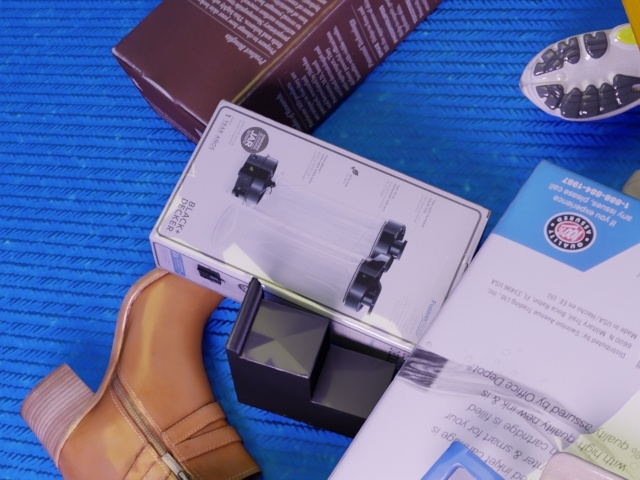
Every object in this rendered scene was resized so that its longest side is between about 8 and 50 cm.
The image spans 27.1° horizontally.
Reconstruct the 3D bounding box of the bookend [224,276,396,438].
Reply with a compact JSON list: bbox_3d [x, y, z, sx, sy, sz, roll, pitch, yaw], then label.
[{"bbox_3d":[0.002,0.116,1.220,0.156,0.157,0.072,16,67,9],"label":"bookend"}]

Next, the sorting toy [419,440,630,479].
[{"bbox_3d":[0.208,0.275,0.943,0.347,0.047,0.196,23,77,25],"label":"sorting toy"}]

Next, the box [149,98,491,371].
[{"bbox_3d":[0.000,0.000,1.296,0.290,0.087,0.169,22,69,7],"label":"box"}]

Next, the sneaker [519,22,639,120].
[{"bbox_3d":[0.333,-0.179,1.322,0.275,0.110,0.107,-6,94,-1],"label":"sneaker"}]

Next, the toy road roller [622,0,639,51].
[{"bbox_3d":[0.430,-0.151,1.137,0.202,0.329,0.240,-37,35,-6],"label":"toy road roller"}]

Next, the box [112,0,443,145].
[{"bbox_3d":[-0.023,-0.262,1.495,0.381,0.143,0.191,-44,56,-10],"label":"box"}]

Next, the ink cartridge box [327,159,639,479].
[{"bbox_3d":[0.216,0.171,1.119,0.285,0.166,0.395,27,73,29],"label":"ink cartridge box"}]

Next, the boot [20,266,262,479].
[{"bbox_3d":[-0.133,0.152,1.312,0.283,0.109,0.220,-41,62,-19],"label":"boot"}]

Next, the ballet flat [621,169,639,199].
[{"bbox_3d":[0.371,0.011,1.212,0.248,0.086,0.086,29,74,41],"label":"ballet flat"}]
